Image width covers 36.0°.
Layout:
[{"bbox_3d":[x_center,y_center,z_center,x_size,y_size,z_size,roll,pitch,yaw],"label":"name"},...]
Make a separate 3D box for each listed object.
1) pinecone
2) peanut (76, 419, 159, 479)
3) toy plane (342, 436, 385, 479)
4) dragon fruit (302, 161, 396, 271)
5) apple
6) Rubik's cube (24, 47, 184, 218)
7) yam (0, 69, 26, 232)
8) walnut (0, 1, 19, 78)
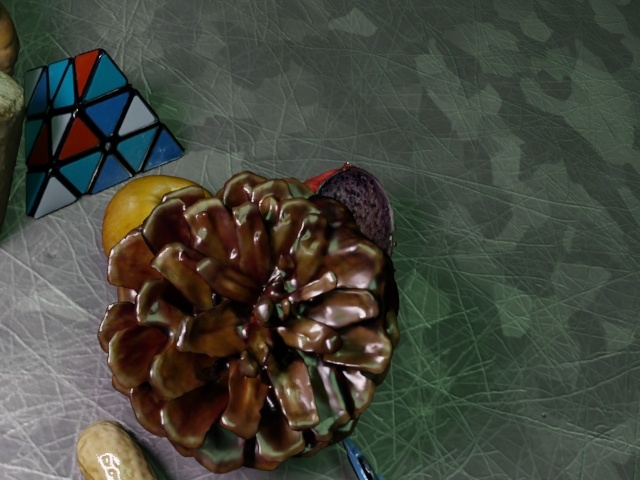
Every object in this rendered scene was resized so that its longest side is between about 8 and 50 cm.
[{"bbox_3d":[-0.089,0.108,1.237,0.398,0.397,0.397,11,55,-16],"label":"pinecone"},{"bbox_3d":[-0.237,0.320,1.242,0.099,0.099,0.214,-17,67,-30],"label":"peanut"},{"bbox_3d":[0.085,0.379,1.348,0.169,0.078,0.246,-18,60,-31],"label":"toy plane"},{"bbox_3d":[0.000,-0.004,1.523,0.218,0.148,0.223,-57,131,-29],"label":"dragon fruit"},{"bbox_3d":[-0.223,-0.015,1.426,0.182,0.155,0.182,9,58,-16],"label":"apple"},{"bbox_3d":[-0.392,-0.228,1.500,0.284,0.250,0.234,-31,55,-30],"label":"Rubik's cube"},{"bbox_3d":[-0.490,-0.113,1.329,0.161,0.268,0.161,15,39,-12],"label":"yam"},{"bbox_3d":[-0.588,-0.309,1.396,0.285,0.285,0.296,49,27,12],"label":"walnut"}]
